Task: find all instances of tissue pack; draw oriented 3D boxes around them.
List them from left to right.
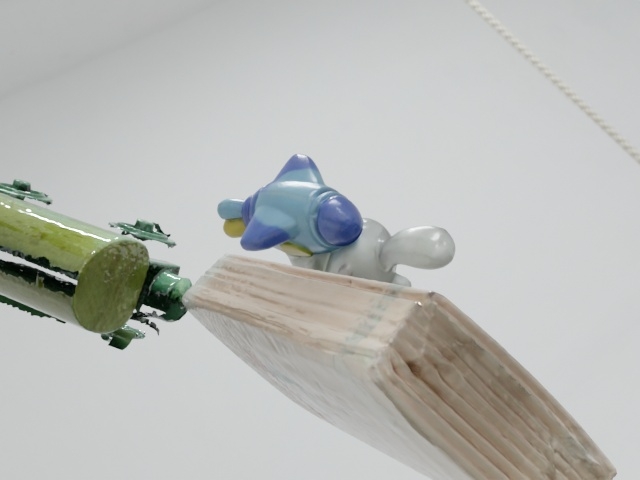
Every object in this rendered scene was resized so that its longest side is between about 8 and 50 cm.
[{"bbox_3d":[0.021,0.089,0.498,0.071,0.170,0.325,-50,21,-16],"label":"tissue pack"}]

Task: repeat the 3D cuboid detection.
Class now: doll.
[{"bbox_3d":[-0.002,0.005,1.227,0.376,0.366,0.187,-50,9,39],"label":"doll"}]

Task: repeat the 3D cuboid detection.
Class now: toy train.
[{"bbox_3d":[-0.277,0.022,0.674,0.189,0.308,0.126,-10,-64,-68],"label":"toy train"}]
